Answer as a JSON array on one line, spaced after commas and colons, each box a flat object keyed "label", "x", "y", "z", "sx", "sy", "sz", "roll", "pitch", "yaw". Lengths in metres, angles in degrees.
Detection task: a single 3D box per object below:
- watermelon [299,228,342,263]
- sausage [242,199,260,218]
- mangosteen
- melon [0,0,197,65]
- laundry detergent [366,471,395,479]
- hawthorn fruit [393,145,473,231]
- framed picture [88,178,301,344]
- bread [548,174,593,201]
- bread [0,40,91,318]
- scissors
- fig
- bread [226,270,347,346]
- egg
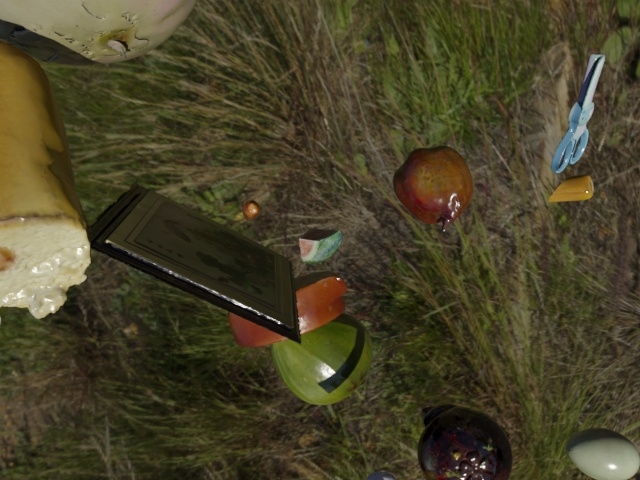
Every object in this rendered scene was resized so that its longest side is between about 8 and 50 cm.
[{"label": "watermelon", "x": 0.000, "y": 0.003, "z": 1.140, "sx": 0.072, "sy": 0.084, "sz": 0.092, "roll": 46, "pitch": 111, "yaw": 3}, {"label": "sausage", "x": -0.167, "y": -0.073, "z": 1.342, "sx": 0.041, "sy": 0.131, "sz": 0.039, "roll": -31, "pitch": 92, "yaw": -9}, {"label": "mangosteen", "x": 0.348, "y": 0.516, "z": 1.410, "sx": 0.231, "sy": 0.232, "sz": 0.289, "roll": -65, "pitch": 13, "yaw": 8}, {"label": "melon", "x": -0.200, "y": -0.285, "z": 0.423, "sx": 0.223, "sy": 0.223, "sz": 0.316, "roll": -18, "pitch": 82, "yaw": 30}, {"label": "laundry detergent", "x": 0.152, "y": 0.737, "z": 1.353, "sx": 0.088, "sy": 0.158, "sz": 0.335, "roll": 2, "pitch": 39, "yaw": 3}, {"label": "hawthorn fruit", "x": 0.313, "y": -0.130, "z": 1.508, "sx": 0.208, "sy": 0.208, "sz": 0.248, "roll": -33, "pitch": 54, "yaw": 25}, {"label": "framed picture", "x": -0.105, "y": 0.011, "z": 0.524, "sx": 0.010, "sy": 0.195, "sz": 0.199, "roll": -60, "pitch": 13, "yaw": 14}, {"label": "bread", "x": 0.613, "y": -0.128, "z": 1.369, "sx": 0.103, "sy": 0.049, "sz": 0.062, "roll": -2, "pitch": 98, "yaw": 34}, {"label": "bread", "x": -0.212, "y": -0.038, "z": 0.312, "sx": 0.173, "sy": 0.134, "sz": 0.085, "roll": 65, "pitch": 146, "yaw": 28}, {"label": "scissors", "x": 0.542, "y": -0.263, "z": 1.162, "sx": 0.030, "sy": 0.125, "sz": 0.256, "roll": 33, "pitch": 141, "yaw": 36}, {"label": "fig", "x": -0.011, "y": 0.333, "z": 1.674, "sx": 0.316, "sy": 0.316, "sz": 0.315, "roll": -6, "pitch": 80, "yaw": 33}, {"label": "bread", "x": -0.090, "y": 0.169, "z": 1.421, "sx": 0.295, "sy": 0.328, "sz": 0.114, "roll": -20, "pitch": 93, "yaw": -10}, {"label": "egg", "x": 0.634, "y": 0.481, "z": 1.252, "sx": 0.152, "sy": 0.114, "sz": 0.114, "roll": 7, "pitch": 86, "yaw": 11}]
